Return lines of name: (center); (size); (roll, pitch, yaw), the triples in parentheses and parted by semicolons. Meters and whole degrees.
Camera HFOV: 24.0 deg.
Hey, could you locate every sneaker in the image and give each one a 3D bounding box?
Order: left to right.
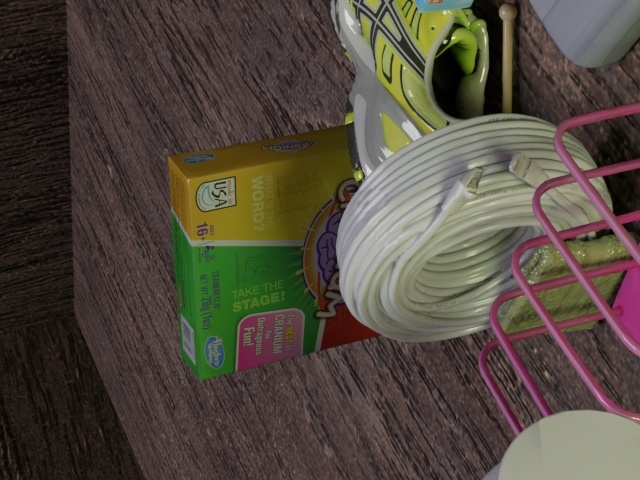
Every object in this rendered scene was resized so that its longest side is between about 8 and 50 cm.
sneaker: (0.102, -0.218, 1.530); (0.147, 0.145, 0.384); (-27, 66, 40)

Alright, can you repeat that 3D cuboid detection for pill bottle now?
pill bottle: (0.193, 0.271, 1.124); (0.323, 0.182, 0.181); (83, 162, -47)

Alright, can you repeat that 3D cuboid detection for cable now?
cable: (0.134, -0.005, 1.356); (0.257, 0.257, 0.089); (-38, 55, 28)

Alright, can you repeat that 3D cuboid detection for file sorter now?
file sorter: (0.257, 0.051, 1.179); (0.290, 0.182, 0.202); (102, 149, -47)

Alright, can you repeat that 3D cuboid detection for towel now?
towel: (0.223, 0.043, 1.366); (0.148, 0.110, 0.027); (108, 151, -54)

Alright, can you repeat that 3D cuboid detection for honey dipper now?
honey dipper: (0.184, -0.153, 1.475); (0.030, 0.030, 0.160); (-143, 48, -60)

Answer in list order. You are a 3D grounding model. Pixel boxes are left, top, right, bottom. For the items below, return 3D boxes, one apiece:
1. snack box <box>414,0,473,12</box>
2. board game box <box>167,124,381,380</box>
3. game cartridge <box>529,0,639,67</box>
snack box: (0.121, -0.377, 1.318); (0.322, 0.060, 0.187); (110, 147, -54)
board game box: (0.000, 0.000, 1.625); (0.064, 0.317, 0.242); (-136, 38, -55)
game cartridge: (0.211, -0.306, 1.286); (0.196, 0.060, 0.294); (115, 138, -64)
